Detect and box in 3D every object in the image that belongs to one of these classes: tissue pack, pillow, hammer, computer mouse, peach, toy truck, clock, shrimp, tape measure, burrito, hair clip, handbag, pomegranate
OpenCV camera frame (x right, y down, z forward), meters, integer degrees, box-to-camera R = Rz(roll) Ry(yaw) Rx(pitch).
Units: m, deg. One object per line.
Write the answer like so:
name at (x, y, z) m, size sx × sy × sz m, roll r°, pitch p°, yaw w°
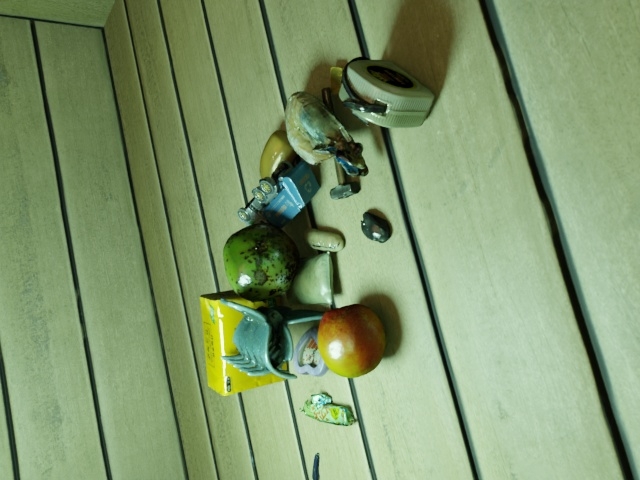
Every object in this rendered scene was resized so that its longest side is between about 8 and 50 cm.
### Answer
tissue pack at (-0.308, 0.390, 2.159) m, size 0.228 × 0.293 × 0.382 m, roll -2°, pitch 94°, yaw 58°
pillow at (-0.049, 0.143, 1.946) m, size 0.302 × 0.075 × 0.185 m, roll -12°, pitch 82°, yaw 55°
hammer at (0.049, -0.318, 1.755) m, size 0.111 × 0.043 × 0.365 m, roll -11°, pitch 90°, yaw 54°
computer mouse at (0.161, -0.040, 1.665) m, size 0.135 × 0.047 × 0.079 m, roll 43°, pitch 127°, yaw 43°
peach at (0.096, 0.309, 1.680) m, size 0.231 × 0.231 × 0.231 m, roll 12°, pitch 105°, yaw 52°
toy truck at (-0.156, -0.150, 1.943) m, size 0.175 × 0.146 × 0.367 m, roll 45°, pitch 141°, yaw -5°
clock at (-0.020, 0.407, 1.960) m, size 0.198 × 0.064 × 0.172 m, roll -13°, pitch 66°, yaw 52°
shrimp at (-0.002, -0.325, 1.717) m, size 0.446 × 0.110 × 0.221 m, roll 46°, pitch 136°, yaw 42°
tape measure at (0.146, -0.407, 1.470) m, size 0.271 × 0.231 × 0.133 m, roll 52°, pitch 135°, yaw 34°
burrito at (0.017, 0.611, 1.956) m, size 0.288 × 0.054 × 0.104 m, roll -14°, pitch 84°, yaw 53°
hair clip at (-0.206, 0.340, 1.907) m, size 0.318 × 0.392 × 0.238 m, roll 2°, pitch 83°, yaw 57°
handbag at (0.058, -0.519, 1.739) m, size 0.061 × 0.027 × 0.083 m, roll 23°, pitch 117°, yaw 48°
pomegranate at (-0.209, 0.103, 1.932) m, size 0.285 × 0.285 × 0.341 m, roll 59°, pitch 161°, yaw 28°

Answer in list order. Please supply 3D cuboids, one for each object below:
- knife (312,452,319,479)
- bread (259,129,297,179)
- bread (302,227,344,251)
knife at (-0.017, 0.877, 2.076) m, size 0.031 × 0.018 × 0.121 m, roll 25°, pitch 114°, yaw 56°
bread at (-0.167, -0.305, 2.016) m, size 0.147 × 0.098 × 0.217 m, roll 46°, pitch 131°, yaw 34°
bread at (0.001, 0.000, 1.879) m, size 0.214 × 0.053 × 0.073 m, roll 14°, pitch 111°, yaw 50°
